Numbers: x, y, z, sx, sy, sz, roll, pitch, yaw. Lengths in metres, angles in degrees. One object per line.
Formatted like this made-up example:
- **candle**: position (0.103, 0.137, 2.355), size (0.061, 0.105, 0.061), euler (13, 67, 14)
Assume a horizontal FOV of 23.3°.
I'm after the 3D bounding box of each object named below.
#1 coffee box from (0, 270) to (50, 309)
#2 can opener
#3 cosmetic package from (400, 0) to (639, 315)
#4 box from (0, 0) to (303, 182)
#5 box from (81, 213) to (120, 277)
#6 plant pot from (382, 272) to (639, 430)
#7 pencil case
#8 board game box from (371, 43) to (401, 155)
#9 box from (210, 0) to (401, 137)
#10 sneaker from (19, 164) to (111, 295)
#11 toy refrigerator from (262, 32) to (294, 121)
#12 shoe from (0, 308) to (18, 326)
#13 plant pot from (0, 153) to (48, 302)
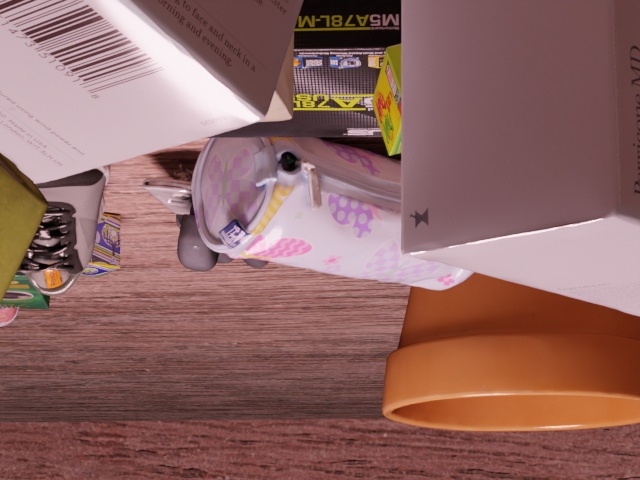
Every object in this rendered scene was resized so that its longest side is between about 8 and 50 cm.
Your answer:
- **coffee box**: position (-0.376, 0.042, 1.789), size (0.113, 0.040, 0.184), euler (1, 166, -1)
- **can opener**: position (-0.106, -0.009, 1.483), size (0.074, 0.093, 0.280), euler (9, 173, 11)
- **cosmetic package**: position (0.163, -0.090, 0.841), size (0.138, 0.224, 0.225), euler (-12, 162, 43)
- **box**: position (-0.131, -0.136, 0.768), size (0.182, 0.119, 0.181), euler (-12, 141, 41)
- **box**: position (-0.287, -0.004, 1.558), size (0.169, 0.059, 0.054), euler (8, 162, -31)
- **plant pot**: position (0.206, 0.078, 1.583), size (0.291, 0.203, 0.291), euler (0, 167, 0)
- **pencil case**: position (0.023, -0.030, 1.335), size (0.273, 0.113, 0.124), euler (13, 142, -41)
- **board game box**: position (0.129, -0.112, 1.020), size (0.181, 0.043, 0.092), euler (-15, 165, -9)
- **box**: position (-0.004, -0.119, 1.105), size (0.191, 0.045, 0.184), euler (0, 163, 1)
- **sneaker**: position (-0.238, -0.020, 1.395), size (0.100, 0.108, 0.271), euler (3, 165, -3)
- **toy refrigerator**: position (-0.156, -0.128, 0.952), size (0.269, 0.102, 0.094), euler (-2, 166, 10)
- **shoe**: position (-0.461, 0.079, 1.910), size (0.178, 0.063, 0.081), euler (-3, 166, -11)
- **plant pot**: position (-0.359, 0.025, 1.176), size (0.293, 0.275, 0.275), euler (-45, 163, -2)
